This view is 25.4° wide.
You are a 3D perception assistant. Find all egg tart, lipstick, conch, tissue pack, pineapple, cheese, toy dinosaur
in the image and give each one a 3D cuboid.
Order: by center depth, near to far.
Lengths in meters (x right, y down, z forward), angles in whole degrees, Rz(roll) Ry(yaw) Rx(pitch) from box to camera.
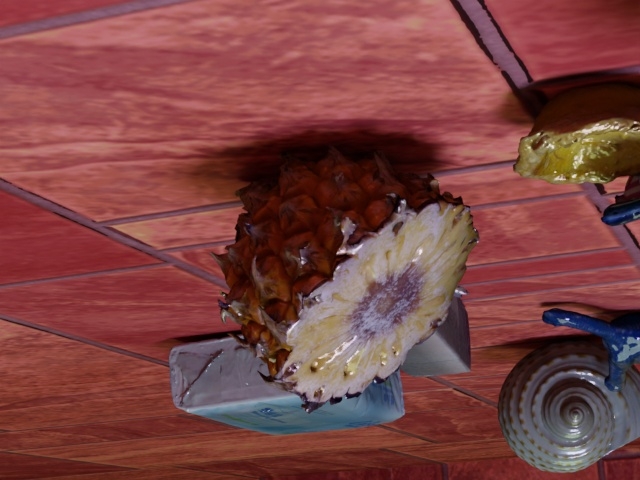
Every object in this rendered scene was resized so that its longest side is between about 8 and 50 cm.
[{"bbox_3d":[0.155,-0.060,0.789,0.105,0.039,0.105,-3,166,-1],"label":"egg tart"},{"bbox_3d":[0.211,-0.034,0.842,0.095,0.038,0.145,-20,-176,36],"label":"cheese"},{"bbox_3d":[-0.003,0.002,0.884,0.161,0.137,0.176,-49,151,3],"label":"pineapple"},{"bbox_3d":[0.080,0.066,1.233,0.068,0.066,0.317,-6,166,11],"label":"lipstick"},{"bbox_3d":[0.354,0.096,1.429,0.247,0.075,0.188,-1,160,15],"label":"toy dinosaur"},{"bbox_3d":[-0.030,0.158,1.539,0.177,0.089,0.263,-10,166,17],"label":"tissue pack"},{"bbox_3d":[0.277,0.173,1.596,0.172,0.131,0.200,-28,-165,0],"label":"conch"}]
